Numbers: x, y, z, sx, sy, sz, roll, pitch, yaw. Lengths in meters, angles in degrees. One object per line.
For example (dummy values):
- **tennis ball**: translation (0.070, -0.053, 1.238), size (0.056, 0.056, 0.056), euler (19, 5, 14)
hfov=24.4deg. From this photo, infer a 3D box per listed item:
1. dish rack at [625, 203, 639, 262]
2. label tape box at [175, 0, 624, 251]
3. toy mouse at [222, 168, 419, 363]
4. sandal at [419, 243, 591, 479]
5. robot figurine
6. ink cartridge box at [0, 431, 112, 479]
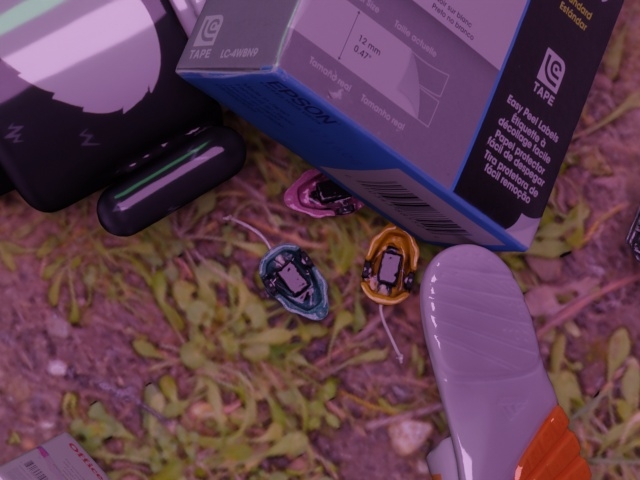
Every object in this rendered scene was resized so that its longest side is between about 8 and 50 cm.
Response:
- **dish rack**: translation (0.345, -0.060, 1.065), size (0.208, 0.074, 0.271), euler (24, 84, 4)
- **label tape box**: translation (0.087, -0.200, 0.990), size (0.249, 0.115, 0.347), euler (32, 75, -36)
- **toy mouse**: translation (0.000, 0.000, 1.070), size (0.143, 0.031, 0.161), euler (9, 81, 1)
- **sandal**: translation (0.119, 0.131, 1.028), size (0.102, 0.076, 0.265), euler (-15, 94, -22)
- **robot figurine**: translation (-0.157, -0.128, 1.015), size (0.278, 0.173, 0.209), euler (-27, 114, -4)
- **ink cartridge box**: translation (-0.189, 0.199, 0.990), size (0.090, 0.143, 0.092), euler (-43, 84, 11)
